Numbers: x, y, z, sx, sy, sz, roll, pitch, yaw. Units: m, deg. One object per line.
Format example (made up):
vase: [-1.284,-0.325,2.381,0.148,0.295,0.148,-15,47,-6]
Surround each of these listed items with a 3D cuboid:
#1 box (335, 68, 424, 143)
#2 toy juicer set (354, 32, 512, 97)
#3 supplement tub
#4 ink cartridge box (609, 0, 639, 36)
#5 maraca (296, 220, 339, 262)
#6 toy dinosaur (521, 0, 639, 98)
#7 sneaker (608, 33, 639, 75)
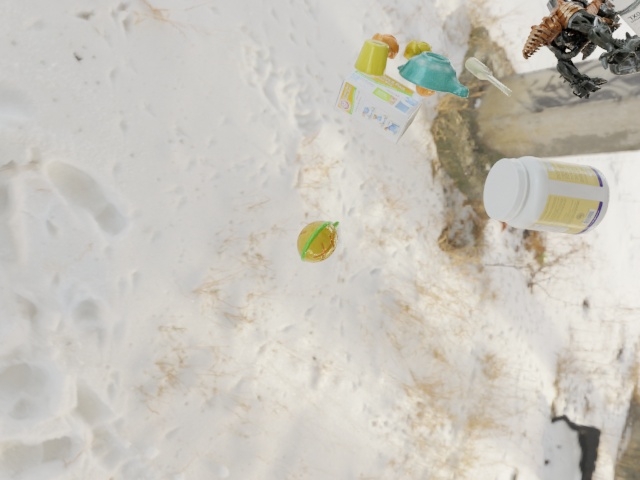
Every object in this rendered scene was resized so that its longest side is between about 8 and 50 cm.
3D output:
box: [0.160,-0.378,1.433,0.203,0.103,0.114,33,55,7]
toy juicer set: [0.245,-0.376,1.175,0.209,0.329,0.089,-71,177,-57]
supplement tub: [0.744,-0.150,1.750,0.331,0.241,0.241,6,87,-13]
ink cartridge box: [0.871,-0.692,1.405,0.237,0.172,0.100,35,64,-17]
maraca: [0.000,0.000,1.400,0.127,0.099,0.186,-56,166,19]
toy dinosaur: [0.532,-0.423,1.109,0.322,0.164,0.218,-31,77,-8]
sneaker: [0.991,-0.551,1.514,0.109,0.286,0.130,54,33,-28]
